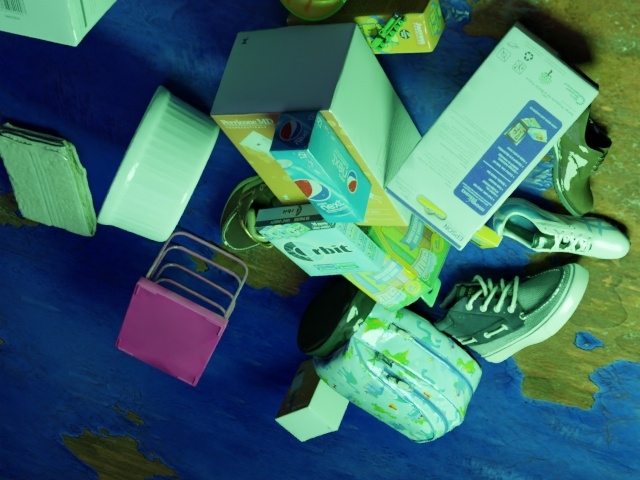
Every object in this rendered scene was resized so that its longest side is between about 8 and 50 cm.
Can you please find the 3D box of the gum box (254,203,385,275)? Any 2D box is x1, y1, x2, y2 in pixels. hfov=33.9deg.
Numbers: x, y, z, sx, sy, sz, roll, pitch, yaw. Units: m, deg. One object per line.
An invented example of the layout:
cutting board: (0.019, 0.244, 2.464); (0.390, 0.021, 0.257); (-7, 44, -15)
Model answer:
gum box: (0.000, 0.000, 1.846); (0.157, 0.041, 0.184); (-5, 149, 36)

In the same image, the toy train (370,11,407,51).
toy train: (0.102, -0.316, 1.588); (0.024, 0.017, 0.083); (41, 140, -3)

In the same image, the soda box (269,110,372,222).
soda box: (0.004, -0.107, 1.585); (0.067, 0.071, 0.210); (-1, 151, 28)

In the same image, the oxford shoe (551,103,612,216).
oxford shoe: (0.420, -0.127, 1.689); (0.096, 0.083, 0.227); (0, 134, 26)

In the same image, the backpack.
backpack: (0.150, 0.247, 2.137); (0.355, 0.273, 0.290); (23, 156, -17)

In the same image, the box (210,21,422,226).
box: (0.009, -0.178, 1.721); (0.215, 0.168, 0.345); (1, 151, 28)

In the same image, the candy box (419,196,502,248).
candy box: (0.222, -0.047, 1.889); (0.206, 0.027, 0.105); (30, 173, -4)

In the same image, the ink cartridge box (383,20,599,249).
ink cartridge box: (0.261, -0.159, 1.633); (0.165, 0.065, 0.332); (39, 113, -1)

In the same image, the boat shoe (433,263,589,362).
boat shoe: (0.342, 0.117, 1.959); (0.158, 0.127, 0.340); (27, 143, -9)

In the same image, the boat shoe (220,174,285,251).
boat shoe: (-0.111, -0.052, 2.029); (0.123, 0.123, 0.342); (39, 139, -14)

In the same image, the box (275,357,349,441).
box: (-0.005, 0.349, 2.375); (0.091, 0.170, 0.130); (42, 137, -19)

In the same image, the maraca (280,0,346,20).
maraca: (-0.026, -0.425, 1.600); (0.127, 0.099, 0.185); (-25, 96, 24)

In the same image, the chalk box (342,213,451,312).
chalk box: (0.149, 0.037, 1.980); (0.213, 0.132, 0.132); (37, 140, -14)

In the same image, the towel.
towel: (-0.591, -0.130, 2.270); (0.187, 0.049, 0.282); (16, 141, 14)

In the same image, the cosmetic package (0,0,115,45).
cosmetic package: (-0.446, -0.450, 1.697); (0.224, 0.224, 0.138); (14, 137, 15)

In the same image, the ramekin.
ramekin: (-0.294, -0.132, 1.934); (0.135, 0.277, 0.277); (25, 141, -10)

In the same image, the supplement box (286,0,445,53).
supplement box: (0.071, -0.343, 1.648); (0.233, 0.080, 0.078); (1, 136, 25)

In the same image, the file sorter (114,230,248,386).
file sorter: (-0.298, 0.144, 2.302); (0.202, 0.182, 0.290); (27, 142, -2)

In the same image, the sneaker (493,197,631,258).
sneaker: (0.415, -0.007, 1.822); (0.237, 0.086, 0.085); (16, 138, 11)
